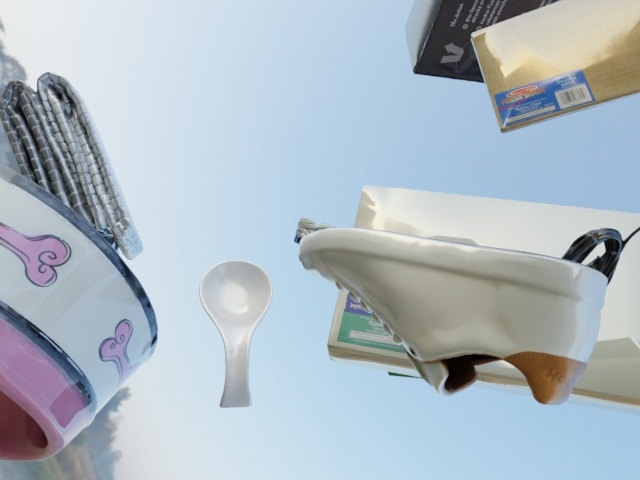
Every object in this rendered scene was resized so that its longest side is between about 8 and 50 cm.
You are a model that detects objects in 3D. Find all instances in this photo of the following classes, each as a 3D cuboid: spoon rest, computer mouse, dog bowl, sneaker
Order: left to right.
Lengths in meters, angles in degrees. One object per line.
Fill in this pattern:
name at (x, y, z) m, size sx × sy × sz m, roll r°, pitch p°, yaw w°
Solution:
dog bowl at (-0.396, 0.089, 0.512) m, size 0.407 × 0.150 × 0.408 m, roll 8°, pitch -45°, yaw 8°
spoon rest at (-0.149, 0.149, 0.867) m, size 0.084 × 0.137 × 0.277 m, roll 109°, pitch -22°, yaw -54°
sneaker at (0.000, 0.000, 0.922) m, size 0.135 × 0.058 × 0.052 m, roll 14°, pitch -17°, yaw 48°
sneaker at (0.075, 0.060, 0.422) m, size 0.290 × 0.105 × 0.123 m, roll 10°, pitch -96°, yaw 47°
computer mouse at (0.273, -0.030, 0.388) m, size 0.242 × 0.071 × 0.041 m, roll -46°, pitch -157°, yaw 19°

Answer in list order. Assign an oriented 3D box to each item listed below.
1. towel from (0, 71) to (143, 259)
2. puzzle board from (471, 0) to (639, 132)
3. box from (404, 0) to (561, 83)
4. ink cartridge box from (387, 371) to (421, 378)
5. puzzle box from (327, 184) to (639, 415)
towel at (-0.404, -0.097, 0.803) m, size 0.284 × 0.121 × 0.235 m, roll 68°, pitch -17°, yaw 2°
puzzle board at (0.169, -0.120, 0.304) m, size 0.011 × 0.128 × 0.097 m, roll 50°, pitch 32°, yaw -52°
box at (0.189, -0.256, 0.508) m, size 0.156 × 0.158 × 0.093 m, roll 106°, pitch -14°, yaw -55°
ink cartridge box at (0.218, 0.150, 0.804) m, size 0.208 × 0.087 × 0.153 m, roll 1°, pitch -77°, yaw 24°
puzzle box at (0.232, 0.059, 0.638) m, size 0.408 × 0.272 × 0.052 m, roll 8°, pitch -35°, yaw 12°
